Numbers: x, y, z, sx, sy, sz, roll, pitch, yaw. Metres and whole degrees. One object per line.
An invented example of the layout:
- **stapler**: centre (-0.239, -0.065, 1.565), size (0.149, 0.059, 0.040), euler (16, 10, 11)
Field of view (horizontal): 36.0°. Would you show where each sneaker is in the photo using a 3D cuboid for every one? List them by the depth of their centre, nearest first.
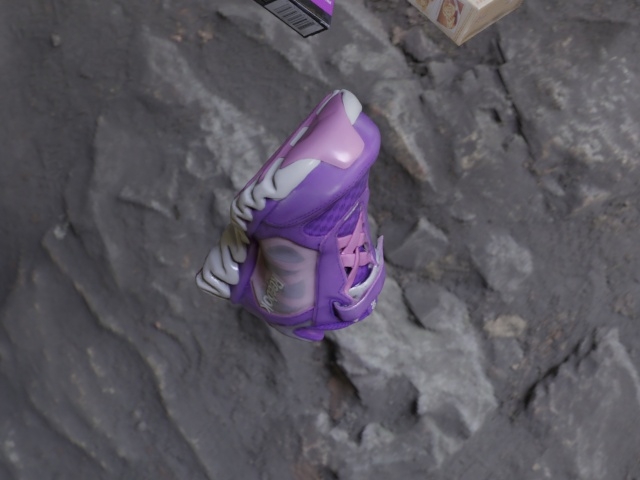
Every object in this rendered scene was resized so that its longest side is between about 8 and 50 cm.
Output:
- **sneaker**: centre (0.000, 0.000, 0.590), size (0.104, 0.095, 0.236), euler (41, 155, 3)

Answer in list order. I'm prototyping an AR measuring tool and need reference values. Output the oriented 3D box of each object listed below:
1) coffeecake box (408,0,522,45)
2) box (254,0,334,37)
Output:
- **coffeecake box**: centre (0.161, -0.354, 1.257), size (0.185, 0.142, 0.068), euler (44, 144, 12)
- **box**: centre (-0.029, -0.232, 0.648), size (0.029, 0.116, 0.162), euler (-11, 60, 42)
